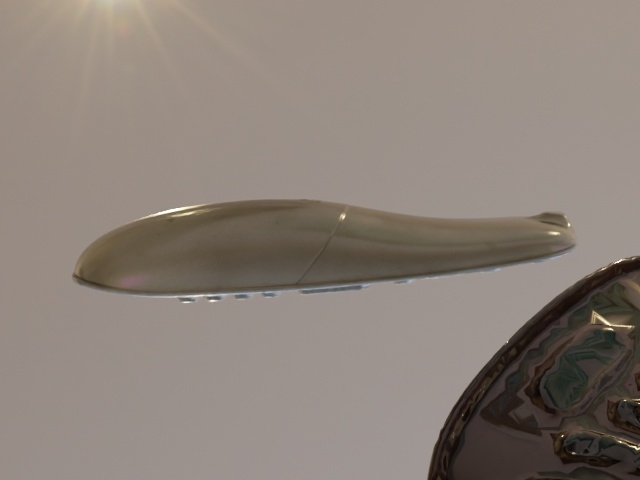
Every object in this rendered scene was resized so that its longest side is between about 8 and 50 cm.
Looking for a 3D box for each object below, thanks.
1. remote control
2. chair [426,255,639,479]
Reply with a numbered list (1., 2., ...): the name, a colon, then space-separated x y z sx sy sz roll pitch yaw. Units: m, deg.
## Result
1. remote control: 0.000 0.000 0.582 0.229 0.073 0.044 -5 -86 4
2. chair: 0.199 0.148 0.364 0.326 0.175 0.183 23 -42 39
